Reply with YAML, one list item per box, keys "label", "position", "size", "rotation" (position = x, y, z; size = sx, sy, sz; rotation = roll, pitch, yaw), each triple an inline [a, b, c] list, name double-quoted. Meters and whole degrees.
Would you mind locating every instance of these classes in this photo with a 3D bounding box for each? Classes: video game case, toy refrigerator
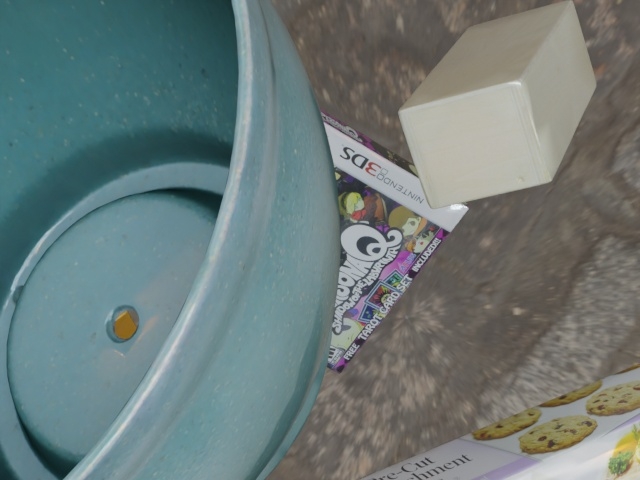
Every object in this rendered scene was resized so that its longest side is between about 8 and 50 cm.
- label: "video game case"
  position: [0.000, 0.000, 1.530]
  size: [0.210, 0.042, 0.232]
  rotation: [30, 109, -22]
- label: "toy refrigerator"
  position: [0.156, -0.116, 1.261]
  size: [0.102, 0.269, 0.094]
  rotation: [-13, 107, 22]

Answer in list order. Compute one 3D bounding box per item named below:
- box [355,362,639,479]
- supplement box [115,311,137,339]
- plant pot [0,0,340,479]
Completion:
- label: "box"
  position: [0.147, 0.149, 0.975]
  size: [0.324, 0.067, 0.063]
  rotation: [-18, 112, -23]
- label: "supplement box"
  position: [-0.224, 0.046, 1.049]
  size: [0.129, 0.191, 0.194]
  rotation: [-38, 71, -10]
- label: "plant pot"
  position: [-0.111, 0.012, 0.566]
  size: [0.293, 0.196, 0.293]
  rotation: [-10, 65, 24]
